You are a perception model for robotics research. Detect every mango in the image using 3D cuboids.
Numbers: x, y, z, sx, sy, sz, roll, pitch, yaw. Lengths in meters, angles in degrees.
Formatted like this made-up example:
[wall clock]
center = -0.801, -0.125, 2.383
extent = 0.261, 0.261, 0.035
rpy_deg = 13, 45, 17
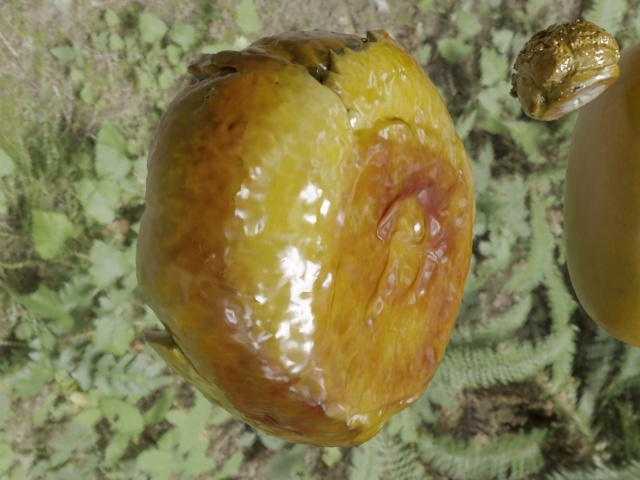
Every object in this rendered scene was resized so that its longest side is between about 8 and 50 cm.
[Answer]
[mango]
center = 0.464, -0.064, 1.354
extent = 0.232, 0.300, 0.446
rpy_deg = -9, 112, -6

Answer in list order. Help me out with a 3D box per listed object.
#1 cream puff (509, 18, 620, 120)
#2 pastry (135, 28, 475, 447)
[cream puff]
center = 0.300, -0.215, 1.196
extent = 0.126, 0.103, 0.144
rpy_deg = -18, 170, -27
[pastry]
center = 0.000, 0.000, 0.782
extent = 0.356, 0.163, 0.356
rpy_deg = -12, 104, -53
